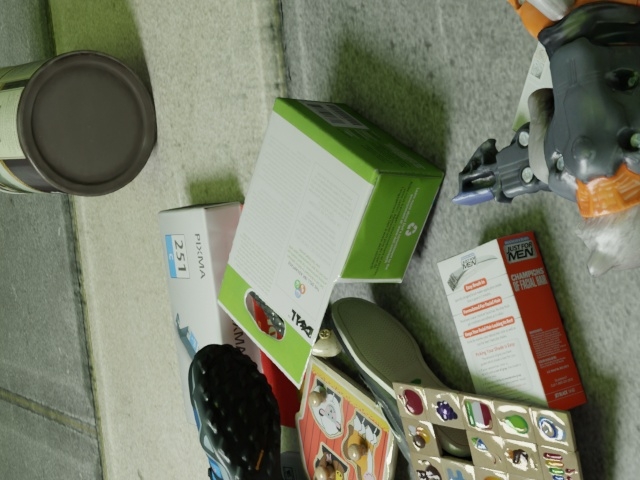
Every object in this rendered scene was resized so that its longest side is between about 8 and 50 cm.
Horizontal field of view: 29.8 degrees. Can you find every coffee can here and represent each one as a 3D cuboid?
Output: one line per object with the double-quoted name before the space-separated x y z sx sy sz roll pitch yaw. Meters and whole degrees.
"coffee can" -0.391 -0.166 1.757 0.275 0.202 0.201 5 102 55

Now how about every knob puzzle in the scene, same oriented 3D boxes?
"knob puzzle" 0.018 0.251 1.387 0.213 0.030 0.213 16 110 53

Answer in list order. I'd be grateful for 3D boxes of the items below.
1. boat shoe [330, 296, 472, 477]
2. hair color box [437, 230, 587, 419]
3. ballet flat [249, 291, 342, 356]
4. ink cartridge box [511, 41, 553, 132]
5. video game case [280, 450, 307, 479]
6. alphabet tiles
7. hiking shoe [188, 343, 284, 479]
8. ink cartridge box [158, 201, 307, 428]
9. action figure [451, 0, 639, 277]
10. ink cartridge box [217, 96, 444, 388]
"boat shoe" 0.076 0.155 1.268 0.233 0.084 0.079 51 136 31
"hair color box" 0.178 0.085 1.129 0.093 0.053 0.167 -26 78 54
"ballet flat" -0.038 0.073 1.413 0.173 0.057 0.049 43 152 23
"ink cartridge box" 0.210 -0.135 1.046 0.063 0.029 0.115 43 130 42
"video game case" 0.019 0.360 1.459 0.183 0.023 0.201 -8 91 56
"alphabet tiles" 0.171 0.251 1.151 0.198 0.009 0.237 5 117 42
"hiking shoe" -0.104 0.278 1.460 0.132 0.113 0.304 -34 72 48
"ink cartridge box" -0.106 0.099 1.533 0.261 0.066 0.296 -2 97 57
"action figure" 0.179 -0.123 0.933 0.341 0.179 0.330 -28 76 44
"ink cartridge box" 0.000 0.000 1.290 0.189 0.097 0.255 41 121 43
